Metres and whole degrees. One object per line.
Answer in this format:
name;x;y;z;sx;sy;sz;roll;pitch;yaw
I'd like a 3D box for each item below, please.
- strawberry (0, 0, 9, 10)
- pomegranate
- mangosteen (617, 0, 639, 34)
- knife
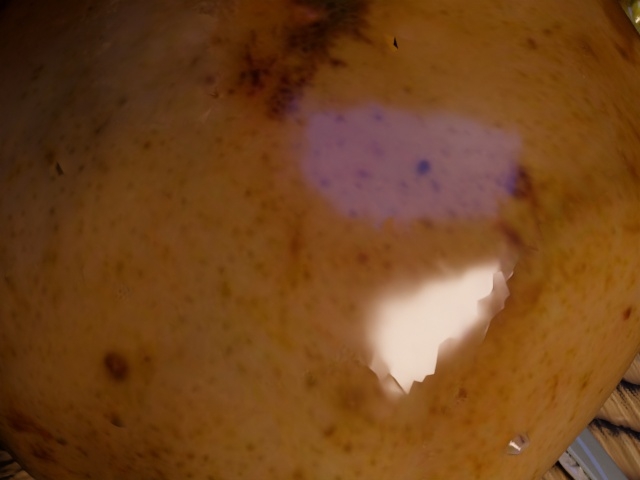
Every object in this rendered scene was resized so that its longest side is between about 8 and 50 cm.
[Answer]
strawberry;-0.275;-0.168;0.641;0.257;0.277;0.257;20;46;-22
pomegranate;0.000;0.000;0.617;0.416;0.417;0.417;17;48;-20
mangosteen;0.124;-0.197;0.887;0.330;0.330;0.330;17;48;-20
knife;0.213;0.183;0.844;0.044;0.023;0.162;-24;70;-44
